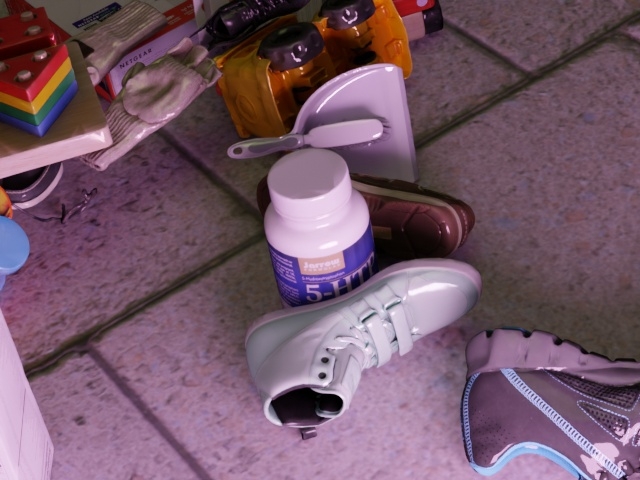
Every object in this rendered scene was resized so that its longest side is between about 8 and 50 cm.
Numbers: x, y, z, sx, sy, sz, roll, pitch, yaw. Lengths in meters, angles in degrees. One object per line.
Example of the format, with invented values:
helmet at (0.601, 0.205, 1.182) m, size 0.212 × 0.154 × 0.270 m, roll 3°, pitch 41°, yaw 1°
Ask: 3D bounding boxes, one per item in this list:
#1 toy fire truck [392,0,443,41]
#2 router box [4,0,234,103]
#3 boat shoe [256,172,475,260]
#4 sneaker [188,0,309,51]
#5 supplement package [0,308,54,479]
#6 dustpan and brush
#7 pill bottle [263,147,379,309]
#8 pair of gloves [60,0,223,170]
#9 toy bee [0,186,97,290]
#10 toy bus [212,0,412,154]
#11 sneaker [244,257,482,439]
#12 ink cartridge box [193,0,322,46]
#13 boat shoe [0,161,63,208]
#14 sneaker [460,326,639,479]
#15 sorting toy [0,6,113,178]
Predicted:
toy fire truck at (0.081, -0.401, 2.063) m, size 0.159 × 0.246 × 0.217 m, roll -18°, pitch 42°, yaw -6°
router box at (-0.221, -0.341, 2.189) m, size 0.335 × 0.082 × 0.301 m, roll -33°, pitch 46°, yaw -22°
boat shoe at (0.053, -0.032, 1.799) m, size 0.257 × 0.095 × 0.095 m, roll 16°, pitch 25°, yaw 29°
sneaker at (-0.085, -0.275, 1.944) m, size 0.170 × 0.051 × 0.089 m, roll -18°, pitch 16°, yaw 48°
supplement package at (-0.351, 0.178, 1.526) m, size 0.134 × 0.244 × 0.139 m, roll -8°, pitch 41°, yaw 3°
dustpan and brush at (-0.001, -0.118, 1.851) m, size 0.211 × 0.147 × 0.060 m, roll -9°, pitch 3°, yaw 5°
pill bottle at (0.000, 0.000, 1.686) m, size 0.112 × 0.186 × 0.112 m, roll -7°, pitch 42°, yaw 6°
pair of gloves at (-0.246, -0.198, 1.939) m, size 0.204 × 0.042 × 0.240 m, roll -37°, pitch 46°, yaw -11°
toy bee at (-0.409, -0.007, 1.812) m, size 0.162 × 0.195 × 0.298 m, roll 43°, pitch 26°, yaw -4°
toy bus at (-0.028, -0.215, 1.981) m, size 0.220 × 0.149 × 0.211 m, roll -38°, pitch 32°, yaw -28°
sneaker at (0.053, 0.114, 1.617) m, size 0.256 × 0.094 × 0.151 m, roll -20°, pitch 36°, yaw 5°
ink cartridge box at (-0.091, -0.307, 2.055) m, size 0.180 × 0.104 × 0.060 m, roll -11°, pitch 9°, yaw -26°
boat shoe at (-0.356, -0.131, 1.994) m, size 0.084 × 0.079 × 0.233 m, roll 2°, pitch 45°, yaw 12°
sneaker at (0.300, 0.175, 1.508) m, size 0.341 × 0.125 × 0.139 m, roll 5°, pitch 71°, yaw 14°
sorting toy at (-0.387, -0.163, 1.810) m, size 0.257 × 0.089 × 0.255 m, roll -17°, pitch 32°, yaw -8°
